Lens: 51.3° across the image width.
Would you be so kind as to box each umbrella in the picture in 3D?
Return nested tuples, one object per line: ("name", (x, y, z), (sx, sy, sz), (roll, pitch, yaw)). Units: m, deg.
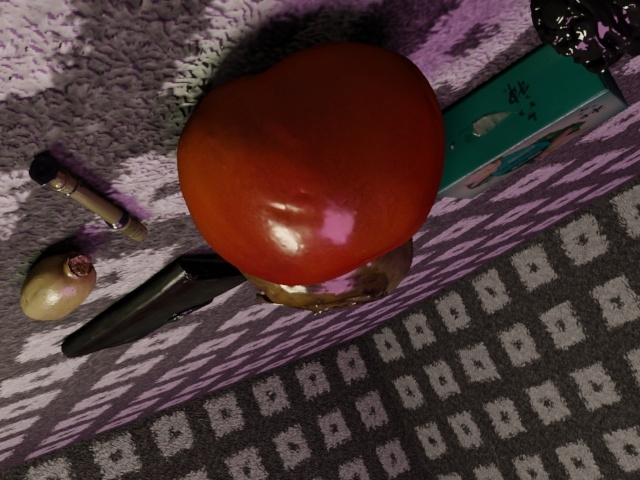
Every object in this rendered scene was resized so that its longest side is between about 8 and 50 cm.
("umbrella", (0.347, -0.252, 0.643), (0.340, 0.118, 0.118), (-24, 167, -22))

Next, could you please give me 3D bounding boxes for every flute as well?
("flute", (-0.214, -0.033, 0.647), (0.027, 0.027, 0.233), (-24, 166, -1))

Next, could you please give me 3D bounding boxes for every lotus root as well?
("lotus root", (0.000, 0.000, 0.849), (0.272, 0.192, 0.272), (-19, 172, -3))
("lotus root", (-0.294, 0.051, 0.750), (0.073, 0.062, 0.150), (-11, 162, -46))

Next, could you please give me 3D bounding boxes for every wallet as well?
("wallet", (-0.262, 0.110, 1.074), (0.318, 0.045, 0.172), (-30, 164, 29))

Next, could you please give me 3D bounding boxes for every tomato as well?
("tomato", (0.002, -0.060, 0.592), (0.260, 0.180, 0.260), (-25, 175, -2))

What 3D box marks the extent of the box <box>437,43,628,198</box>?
("box", (0.251, -0.151, 0.858), (0.245, 0.092, 0.153), (-32, 165, 30))
